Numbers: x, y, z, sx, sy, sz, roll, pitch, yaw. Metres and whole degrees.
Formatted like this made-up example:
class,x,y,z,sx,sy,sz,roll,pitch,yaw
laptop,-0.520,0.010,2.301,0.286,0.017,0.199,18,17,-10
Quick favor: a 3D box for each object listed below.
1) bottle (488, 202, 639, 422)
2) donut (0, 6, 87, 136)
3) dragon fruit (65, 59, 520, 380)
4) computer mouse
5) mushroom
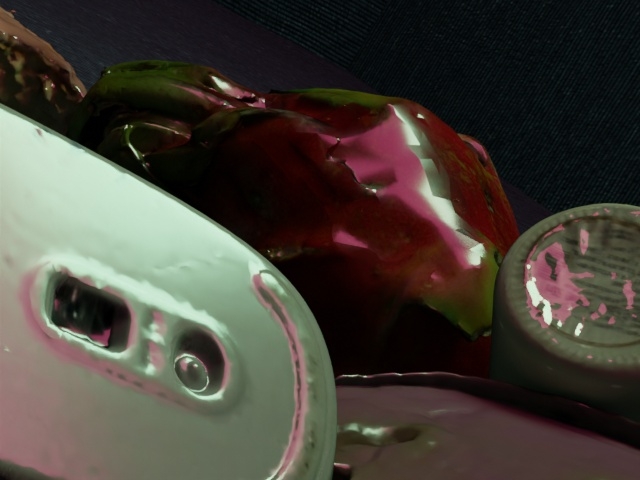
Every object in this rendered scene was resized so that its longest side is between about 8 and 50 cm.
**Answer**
class,x,y,z,sx,sy,sz,roll,pitch,yaw
bottle,0.129,0.097,0.928,0.104,0.104,0.245,36,-30,28
donut,-0.259,-0.122,1.177,0.199,0.085,0.233,39,12,39
dragon fruit,-0.010,0.019,1.016,0.269,0.200,0.198,11,-14,-3
computer mouse,-0.118,0.038,0.657,0.288,0.097,0.159,25,47,-25
mushroom,0.069,0.122,0.779,0.188,0.117,0.141,10,32,21
